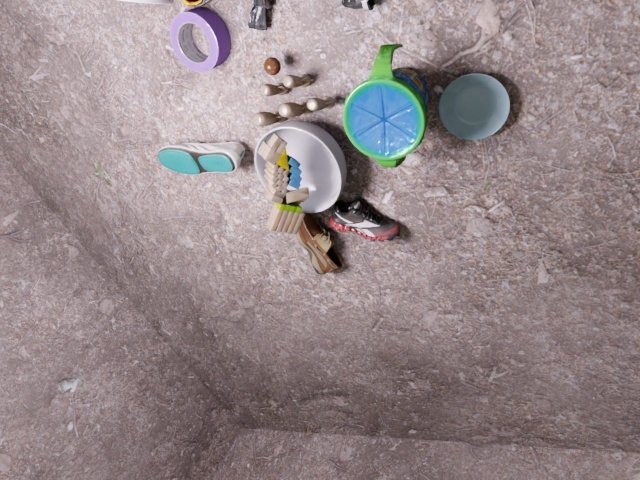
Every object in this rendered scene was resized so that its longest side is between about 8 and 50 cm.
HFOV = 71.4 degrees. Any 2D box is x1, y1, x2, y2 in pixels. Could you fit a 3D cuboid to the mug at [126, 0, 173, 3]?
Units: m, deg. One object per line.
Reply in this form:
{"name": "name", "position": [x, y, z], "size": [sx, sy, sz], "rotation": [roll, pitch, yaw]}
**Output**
{"name": "mug", "position": [-0.519, -0.876, 1.278], "size": [0.373, 0.276, 0.328], "rotation": [5, 121, -7]}

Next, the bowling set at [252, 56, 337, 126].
{"name": "bowling set", "position": [-0.094, -0.492, 1.445], "size": [0.286, 0.154, 0.200], "rotation": [-2, 106, 31]}

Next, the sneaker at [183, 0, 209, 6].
{"name": "sneaker", "position": [-0.339, -0.781, 1.360], "size": [0.214, 0.083, 0.084], "rotation": [-22, 111, 37]}

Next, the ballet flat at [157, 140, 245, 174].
{"name": "ballet flat", "position": [-0.459, -0.335, 1.755], "size": [0.400, 0.139, 0.139], "rotation": [7, 128, 29]}

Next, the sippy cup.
{"name": "sippy cup", "position": [0.209, -0.384, 1.284], "size": [0.240, 0.224, 0.305], "rotation": [34, 134, -1]}

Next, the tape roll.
{"name": "tape roll", "position": [-0.400, -0.667, 1.486], "size": [0.188, 0.080, 0.189], "rotation": [14, 130, 17]}

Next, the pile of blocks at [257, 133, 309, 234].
{"name": "pile of blocks", "position": [-0.128, -0.197, 1.523], "size": [0.113, 0.148, 0.362], "rotation": [-130, 32, -52]}

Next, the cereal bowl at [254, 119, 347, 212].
{"name": "cereal bowl", "position": [-0.056, -0.272, 1.571], "size": [0.338, 0.141, 0.339], "rotation": [15, 133, 17]}

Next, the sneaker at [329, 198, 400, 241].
{"name": "sneaker", "position": [0.161, -0.081, 1.641], "size": [0.276, 0.098, 0.135], "rotation": [16, 134, 19]}

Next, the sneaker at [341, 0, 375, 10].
{"name": "sneaker", "position": [0.077, -0.730, 1.178], "size": [0.106, 0.078, 0.234], "rotation": [4, 129, 23]}

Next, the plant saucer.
{"name": "plant saucer", "position": [0.443, -0.388, 1.285], "size": [0.194, 0.037, 0.195], "rotation": [15, 131, 18]}

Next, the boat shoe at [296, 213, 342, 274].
{"name": "boat shoe", "position": [0.000, 0.000, 1.792], "size": [0.119, 0.123, 0.324], "rotation": [-7, 130, 26]}

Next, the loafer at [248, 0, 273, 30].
{"name": "loafer", "position": [-0.173, -0.721, 1.344], "size": [0.061, 0.062, 0.170], "rotation": [13, 138, -11]}
